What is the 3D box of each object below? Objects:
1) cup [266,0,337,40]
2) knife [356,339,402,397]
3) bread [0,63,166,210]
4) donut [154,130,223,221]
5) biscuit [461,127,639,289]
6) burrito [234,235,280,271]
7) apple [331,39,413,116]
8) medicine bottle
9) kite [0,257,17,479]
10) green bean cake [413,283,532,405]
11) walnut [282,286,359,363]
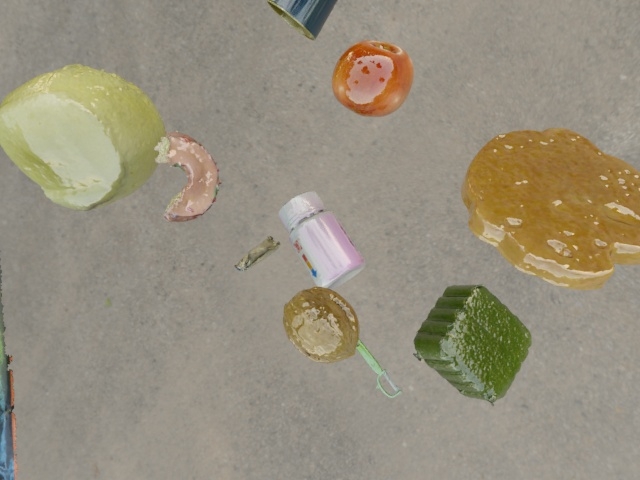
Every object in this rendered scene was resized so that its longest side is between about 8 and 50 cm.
[{"bbox_3d":[-0.030,-0.552,0.947,0.155,0.131,0.176,-51,48,14],"label":"cup"},{"bbox_3d":[0.136,0.338,1.182,0.054,0.015,0.212,-46,67,18],"label":"knife"},{"bbox_3d":[-0.508,-0.226,0.948,0.320,0.237,0.320,2,134,2],"label":"bread"},{"bbox_3d":[-0.242,-0.114,0.805,0.065,0.117,0.166,-1,89,54],"label":"donut"},{"bbox_3d":[0.410,-0.061,0.739,0.312,0.057,0.351,-32,57,-18],"label":"biscuit"},{"bbox_3d":[-0.178,0.038,1.250,0.051,0.171,0.042,18,122,25],"label":"burrito"},{"bbox_3d":[0.107,-0.330,0.874,0.163,0.163,0.139,46,139,17],"label":"apple"},{"bbox_3d":[0.000,0.000,1.190,0.152,0.152,0.254,-39,73,25],"label":"medicine bottle"},{"bbox_3d":[-0.231,0.125,0.190,0.016,0.321,0.234,-7,128,35],"label":"kite"},{"bbox_3d":[0.410,0.273,1.171,0.250,0.156,0.247,42,69,-10],"label":"green bean cake"},{"bbox_3d":[0.006,0.190,0.961,0.184,0.155,0.155,43,112,17],"label":"walnut"}]
